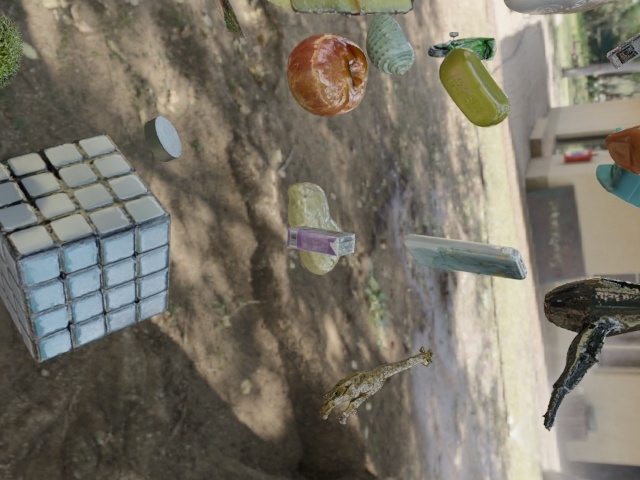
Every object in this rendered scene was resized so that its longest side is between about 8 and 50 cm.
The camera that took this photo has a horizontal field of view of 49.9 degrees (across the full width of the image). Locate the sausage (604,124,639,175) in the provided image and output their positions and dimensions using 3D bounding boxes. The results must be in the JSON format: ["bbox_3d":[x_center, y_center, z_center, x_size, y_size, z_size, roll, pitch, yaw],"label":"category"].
[{"bbox_3d":[0.533,-0.135,1.077,0.179,0.089,0.089,39,-31,56],"label":"sausage"}]

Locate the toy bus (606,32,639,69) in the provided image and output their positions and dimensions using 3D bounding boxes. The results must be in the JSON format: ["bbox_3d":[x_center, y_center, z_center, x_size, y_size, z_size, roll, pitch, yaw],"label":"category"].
[{"bbox_3d":[0.621,-0.381,1.329,0.037,0.131,0.052,51,40,-8],"label":"toy bus"}]

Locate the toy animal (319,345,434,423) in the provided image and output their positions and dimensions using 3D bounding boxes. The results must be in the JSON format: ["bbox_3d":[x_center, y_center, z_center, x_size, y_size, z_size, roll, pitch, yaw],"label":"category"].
[{"bbox_3d":[0.118,0.305,1.479,0.149,0.275,0.054,48,5,-46],"label":"toy animal"}]

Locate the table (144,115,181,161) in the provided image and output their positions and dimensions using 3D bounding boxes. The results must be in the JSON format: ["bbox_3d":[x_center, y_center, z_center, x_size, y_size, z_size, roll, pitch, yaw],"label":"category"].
[{"bbox_3d":[-0.472,-0.303,2.061,0.133,0.043,0.133,-20,90,-73],"label":"table"}]

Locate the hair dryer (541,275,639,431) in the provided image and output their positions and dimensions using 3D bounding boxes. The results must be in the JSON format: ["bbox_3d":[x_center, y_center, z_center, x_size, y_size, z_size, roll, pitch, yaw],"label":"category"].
[{"bbox_3d":[0.476,0.191,1.140,0.359,0.304,0.120,-47,121,-33],"label":"hair dryer"}]

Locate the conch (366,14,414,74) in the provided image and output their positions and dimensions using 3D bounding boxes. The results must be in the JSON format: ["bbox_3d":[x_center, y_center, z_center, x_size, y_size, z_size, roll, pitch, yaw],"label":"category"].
[{"bbox_3d":[0.161,-0.468,1.652,0.102,0.153,0.135,-42,173,-12],"label":"conch"}]

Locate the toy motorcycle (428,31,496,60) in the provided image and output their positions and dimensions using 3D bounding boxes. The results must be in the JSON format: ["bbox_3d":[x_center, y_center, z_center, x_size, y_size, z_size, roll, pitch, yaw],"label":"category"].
[{"bbox_3d":[0.357,-0.461,1.668,0.106,0.190,0.074,43,-39,52],"label":"toy motorcycle"}]

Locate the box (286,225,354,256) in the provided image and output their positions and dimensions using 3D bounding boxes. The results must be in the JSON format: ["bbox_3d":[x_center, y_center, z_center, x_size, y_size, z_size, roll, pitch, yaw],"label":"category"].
[{"bbox_3d":[0.000,0.000,1.196,0.051,0.117,0.036,-13,107,-51],"label":"box"}]

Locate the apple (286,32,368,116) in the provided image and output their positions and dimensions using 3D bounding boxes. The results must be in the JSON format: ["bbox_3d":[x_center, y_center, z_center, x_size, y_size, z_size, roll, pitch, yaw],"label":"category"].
[{"bbox_3d":[0.022,-0.394,1.650,0.209,0.164,0.209,13,75,-56],"label":"apple"}]

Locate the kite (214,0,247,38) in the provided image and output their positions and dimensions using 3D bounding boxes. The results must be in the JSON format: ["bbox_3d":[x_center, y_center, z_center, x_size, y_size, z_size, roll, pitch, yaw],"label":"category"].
[{"bbox_3d":[-0.182,-0.434,1.177,0.244,0.006,0.198,59,-8,15],"label":"kite"}]

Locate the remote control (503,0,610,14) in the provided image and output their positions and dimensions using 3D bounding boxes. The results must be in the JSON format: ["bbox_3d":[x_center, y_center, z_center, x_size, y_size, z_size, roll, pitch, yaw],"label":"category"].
[{"bbox_3d":[0.541,-0.550,1.499,0.332,0.221,0.103,-20,104,-42],"label":"remote control"}]

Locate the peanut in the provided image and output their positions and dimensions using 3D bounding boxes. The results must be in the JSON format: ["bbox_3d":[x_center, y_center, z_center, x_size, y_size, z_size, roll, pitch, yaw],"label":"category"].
[{"bbox_3d":[-0.010,-0.031,1.682,0.123,0.124,0.256,-64,148,-50],"label":"peanut"}]

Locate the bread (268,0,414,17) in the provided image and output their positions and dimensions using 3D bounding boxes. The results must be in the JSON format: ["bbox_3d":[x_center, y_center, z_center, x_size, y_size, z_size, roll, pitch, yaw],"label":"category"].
[{"bbox_3d":[0.025,-0.383,0.847,0.240,0.135,0.178,-17,132,-43],"label":"bread"}]

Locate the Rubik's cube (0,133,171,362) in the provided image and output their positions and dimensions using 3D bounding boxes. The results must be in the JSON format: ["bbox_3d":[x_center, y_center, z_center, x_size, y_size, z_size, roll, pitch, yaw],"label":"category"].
[{"bbox_3d":[-0.569,0.011,1.583,0.337,0.344,0.344,-23,142,-31],"label":"Rubik's cube"}]

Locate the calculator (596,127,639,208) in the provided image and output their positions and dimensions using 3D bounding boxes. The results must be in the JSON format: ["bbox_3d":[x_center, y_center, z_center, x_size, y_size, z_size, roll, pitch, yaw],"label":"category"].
[{"bbox_3d":[0.692,-0.076,1.224,0.054,0.386,0.256,-64,163,-10],"label":"calculator"}]

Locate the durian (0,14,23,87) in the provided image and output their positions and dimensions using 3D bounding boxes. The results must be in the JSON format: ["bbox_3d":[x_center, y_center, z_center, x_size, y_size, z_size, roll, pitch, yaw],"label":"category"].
[{"bbox_3d":[-0.701,-0.396,1.437,0.159,0.146,0.198,51,43,-18],"label":"durian"}]

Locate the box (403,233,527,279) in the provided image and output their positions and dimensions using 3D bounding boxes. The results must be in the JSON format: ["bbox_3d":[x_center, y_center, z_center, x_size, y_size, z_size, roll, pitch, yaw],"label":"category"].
[{"bbox_3d":[0.350,0.039,1.669,0.142,0.285,0.044,50,55,-52],"label":"box"}]

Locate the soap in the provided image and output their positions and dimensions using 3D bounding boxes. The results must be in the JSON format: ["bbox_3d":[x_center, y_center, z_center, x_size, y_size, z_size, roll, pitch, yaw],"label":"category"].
[{"bbox_3d":[0.246,-0.243,1.108,0.045,0.089,0.140,-40,95,-31],"label":"soap"}]
